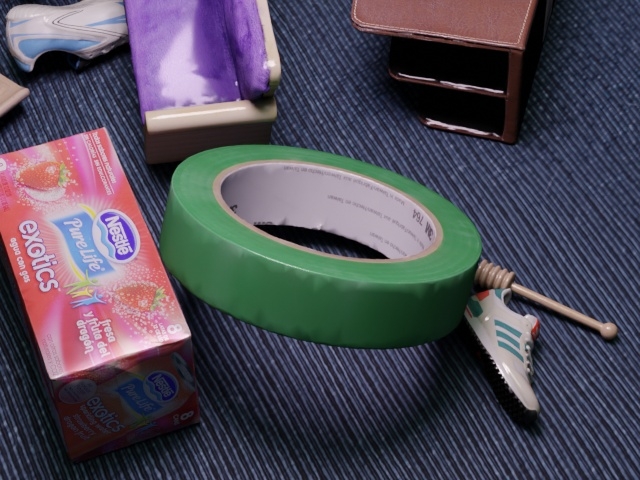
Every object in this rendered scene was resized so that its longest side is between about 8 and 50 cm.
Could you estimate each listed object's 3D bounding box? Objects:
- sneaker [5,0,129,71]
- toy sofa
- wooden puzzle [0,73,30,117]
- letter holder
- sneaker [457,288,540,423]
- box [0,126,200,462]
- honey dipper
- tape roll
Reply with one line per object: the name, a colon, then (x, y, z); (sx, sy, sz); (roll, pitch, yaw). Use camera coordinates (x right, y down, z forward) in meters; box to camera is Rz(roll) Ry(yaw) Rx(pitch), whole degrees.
sneaker: (-0.265, -0.255, 1.935); (0.237, 0.086, 0.085); (-13, 22, -25)
toy sofa: (-0.150, -0.283, 1.818); (0.150, 0.177, 0.363); (-7, 70, -10)
wooden puzzle: (-0.491, -0.151, 1.866); (0.238, 0.044, 0.221); (29, 57, 27)
letter holder: (0.162, -0.289, 1.905); (0.214, 0.152, 0.302); (11, 51, 11)
sneaker: (0.199, 0.110, 1.634); (0.075, 0.057, 0.161); (-21, 51, -10)
box: (-0.236, 0.051, 1.624); (0.142, 0.154, 0.300); (-16, 51, -13)
honey dipper: (0.240, 0.064, 1.691); (0.160, 0.030, 0.030); (24, 54, 16)
tape roll: (0.000, 0.000, 1.619); (0.321, 0.077, 0.321); (11, 24, -5)
